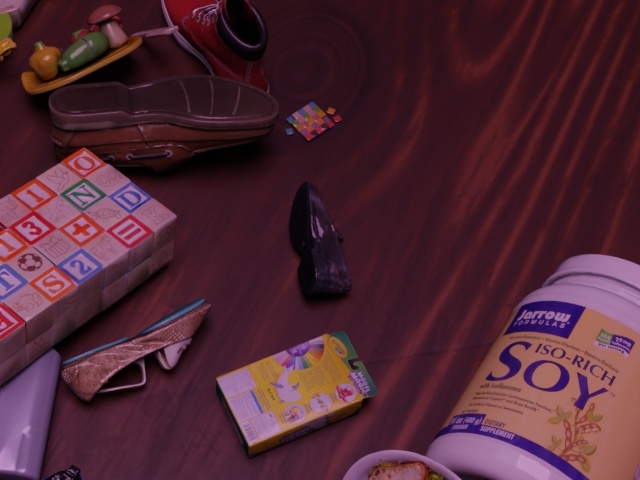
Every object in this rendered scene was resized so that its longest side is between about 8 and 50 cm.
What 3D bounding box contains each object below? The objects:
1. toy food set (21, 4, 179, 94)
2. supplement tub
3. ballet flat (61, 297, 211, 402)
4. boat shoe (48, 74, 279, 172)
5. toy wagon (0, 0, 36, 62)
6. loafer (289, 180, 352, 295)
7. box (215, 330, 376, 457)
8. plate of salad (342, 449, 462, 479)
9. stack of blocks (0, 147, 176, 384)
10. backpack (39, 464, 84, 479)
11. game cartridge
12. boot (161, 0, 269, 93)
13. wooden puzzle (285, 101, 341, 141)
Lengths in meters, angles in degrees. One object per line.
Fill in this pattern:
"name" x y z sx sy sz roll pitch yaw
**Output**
"toy food set" -0.322 -0.277 1.974 0.218 0.128 0.071 -32 111 -25
"supplement tub" 0.292 0.203 1.673 0.241 0.241 0.331 29 60 12
"ballet flat" -0.220 0.141 1.775 0.206 0.073 0.067 -25 91 -16
"boat shoe" -0.210 -0.153 1.930 0.307 0.104 0.111 1 38 -2
"toy wagon" -0.520 -0.374 2.056 0.267 0.068 0.344 -18 62 -16
"loafer" 0.000 0.000 1.886 0.061 0.062 0.170 8 58 -27
"box" -0.029 0.187 1.770 0.179 0.043 0.105 -21 62 -15
"plate of salad" 0.102 0.330 1.607 0.200 0.200 0.048 33 34 14
"stack of blocks" -0.344 0.025 1.774 0.171 0.087 0.297 35 51 21
"backpack" -0.322 0.358 1.589 0.173 0.117 0.158 -21 63 -18
"game cartridge" -0.471 0.188 1.720 0.297 0.062 0.198 5 62 -2
"boot" -0.146 -0.318 1.993 0.088 0.176 0.244 -28 63 -19
"wooden puzzle" -0.013 -0.168 2.011 0.083 0.006 0.049 -35 67 -23
